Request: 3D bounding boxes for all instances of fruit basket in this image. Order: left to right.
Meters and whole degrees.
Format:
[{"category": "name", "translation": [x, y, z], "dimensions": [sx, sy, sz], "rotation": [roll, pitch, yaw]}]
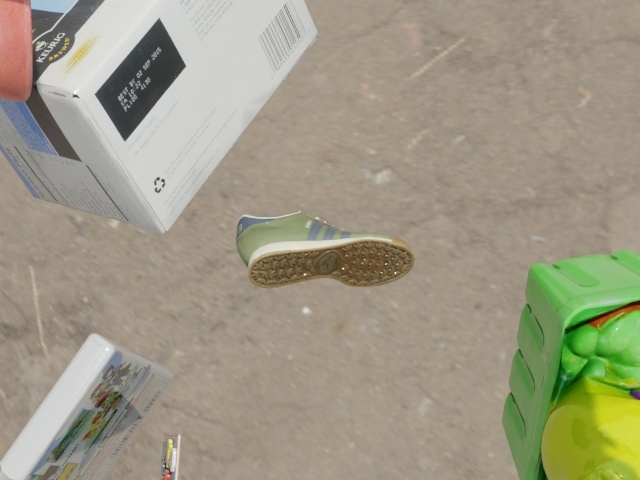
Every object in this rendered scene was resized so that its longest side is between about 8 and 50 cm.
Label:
[{"category": "fruit basket", "translation": [0.397, 0.235, 1.687], "dimensions": [0.283, 0.392, 0.391], "rotation": [-8, 101, -19]}]

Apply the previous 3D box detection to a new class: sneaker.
[{"category": "sneaker", "translation": [0.000, 0.000, 1.313], "dimensions": [0.192, 0.086, 0.064], "rotation": [-2, 129, -29]}]

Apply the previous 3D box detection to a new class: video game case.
[{"category": "video game case", "translation": [-0.297, 0.261, 1.399], "dimensions": [0.036, 0.300, 0.329], "rotation": [34, 83, 11]}]

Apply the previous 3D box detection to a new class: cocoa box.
[{"category": "cocoa box", "translation": [-0.211, -0.222, 1.466], "dimensions": [0.347, 0.228, 0.231], "rotation": [-56, 141, -26]}]

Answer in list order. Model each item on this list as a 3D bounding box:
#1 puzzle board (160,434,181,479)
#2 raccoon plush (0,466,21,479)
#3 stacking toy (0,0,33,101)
[{"category": "puzzle board", "translation": [-0.188, 0.304, 1.561], "dimensions": [0.011, 0.096, 0.128], "rotation": [5, 79, -14]}, {"category": "raccoon plush", "translation": [-0.106, 0.145, 0.256], "dimensions": [0.446, 0.299, 0.216], "rotation": [-11, 128, -60]}, {"category": "stacking toy", "translation": [-0.249, -0.247, 0.758], "dimensions": [0.131, 0.309, 0.279], "rotation": [-5, 58, -17]}]
